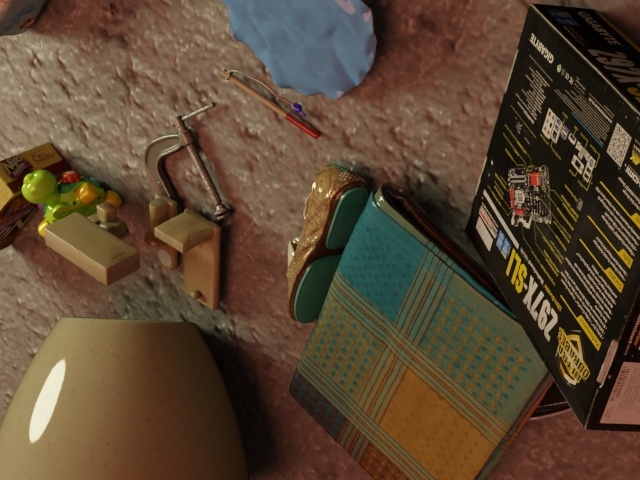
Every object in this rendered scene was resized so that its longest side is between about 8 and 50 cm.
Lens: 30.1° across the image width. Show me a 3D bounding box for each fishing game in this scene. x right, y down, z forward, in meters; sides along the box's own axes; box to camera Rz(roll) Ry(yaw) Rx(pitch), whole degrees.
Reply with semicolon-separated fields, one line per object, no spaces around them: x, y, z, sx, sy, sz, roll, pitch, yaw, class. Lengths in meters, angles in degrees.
-0.021;-0.234;1.252;0.189;0.041;0.264;34;140;8;fishing game

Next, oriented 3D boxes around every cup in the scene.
-0.243;0.215;1.469;0.331;0.331;0.237;0;85;31;cup

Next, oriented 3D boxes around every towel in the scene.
0.102;0.143;1.306;0.271;0.040;0.370;44;139;21;towel

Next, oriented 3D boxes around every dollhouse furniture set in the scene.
-0.225;0.034;1.434;0.144;0.151;0.123;29;132;31;dollhouse furniture set

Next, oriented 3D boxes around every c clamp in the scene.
-0.154;-0.074;1.431;0.137;0.022;0.161;-12;106;35;c clamp

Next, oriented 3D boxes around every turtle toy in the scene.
-0.318;-0.051;1.486;0.095;0.130;0.066;-40;65;14;turtle toy

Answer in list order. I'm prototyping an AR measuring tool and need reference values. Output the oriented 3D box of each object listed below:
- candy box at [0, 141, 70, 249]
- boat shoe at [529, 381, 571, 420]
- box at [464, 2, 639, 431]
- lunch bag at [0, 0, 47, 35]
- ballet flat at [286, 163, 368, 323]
-0.417;-0.042;1.550;0.053;0.109;0.186;52;127;3;candy box
0.278;0.110;1.206;0.306;0.105;0.113;-34;92;37;boat shoe
0.239;-0.032;1.054;0.079;0.322;0.257;1;121;-16;box
-0.403;-0.390;1.384;0.243;0.115;0.303;47;126;7;lunch bag
0.000;0.000;1.358;0.067;0.073;0.206;49;129;38;ballet flat
